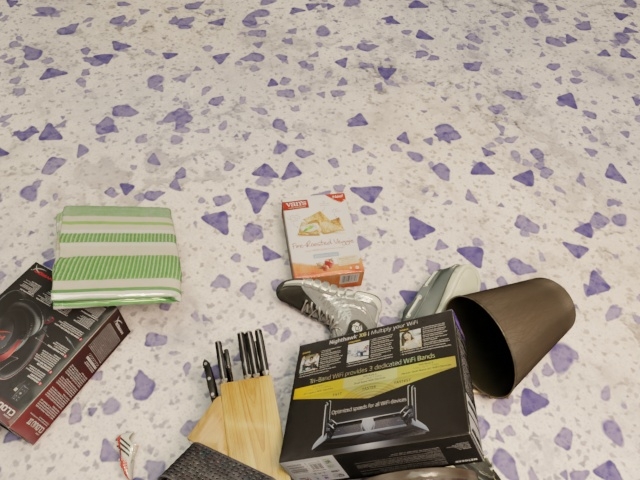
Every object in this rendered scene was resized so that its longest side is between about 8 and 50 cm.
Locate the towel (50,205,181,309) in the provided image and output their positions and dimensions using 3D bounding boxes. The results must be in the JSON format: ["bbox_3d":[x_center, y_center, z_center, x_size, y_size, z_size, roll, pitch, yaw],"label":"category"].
[{"bbox_3d":[-0.428,0.023,1.068,0.247,0.038,0.325,-1,35,-23],"label":"towel"}]

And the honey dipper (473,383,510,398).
[{"bbox_3d":[0.289,0.297,0.995,0.160,0.030,0.031,-1,54,2],"label":"honey dipper"}]

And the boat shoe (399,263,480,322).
[{"bbox_3d":[0.220,0.177,1.056,0.099,0.116,0.319,0,45,54],"label":"boat shoe"}]

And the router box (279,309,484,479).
[{"bbox_3d":[0.098,0.262,0.856,0.308,0.081,0.243,-17,33,20],"label":"router box"}]

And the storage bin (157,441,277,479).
[{"bbox_3d":[-0.157,0.414,0.790,0.180,0.122,0.084,14,23,21],"label":"storage bin"}]

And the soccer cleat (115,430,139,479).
[{"bbox_3d":[-0.337,0.379,0.895,0.035,0.029,0.083,-20,53,-12],"label":"soccer cleat"}]

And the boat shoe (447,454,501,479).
[{"bbox_3d":[0.273,0.401,0.880,0.233,0.084,0.079,30,58,21],"label":"boat shoe"}]

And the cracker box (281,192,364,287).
[{"bbox_3d":[0.000,0.000,1.169,0.155,0.067,0.232,-6,54,-9],"label":"cracker box"}]

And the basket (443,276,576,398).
[{"bbox_3d":[0.385,0.170,1.004,0.226,0.154,0.204,-18,84,-30],"label":"basket"}]

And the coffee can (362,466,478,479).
[{"bbox_3d":[0.158,0.497,0.730,0.201,0.202,0.275,-1,54,-5],"label":"coffee can"}]

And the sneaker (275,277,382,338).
[{"bbox_3d":[0.011,0.160,1.044,0.228,0.086,0.132,10,56,2],"label":"sneaker"}]

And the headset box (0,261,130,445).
[{"bbox_3d":[-0.549,0.215,0.950,0.218,0.110,0.293,24,55,14],"label":"headset box"}]

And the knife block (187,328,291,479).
[{"bbox_3d":[-0.111,0.305,0.924,0.275,0.088,0.242,28,57,16],"label":"knife block"}]
